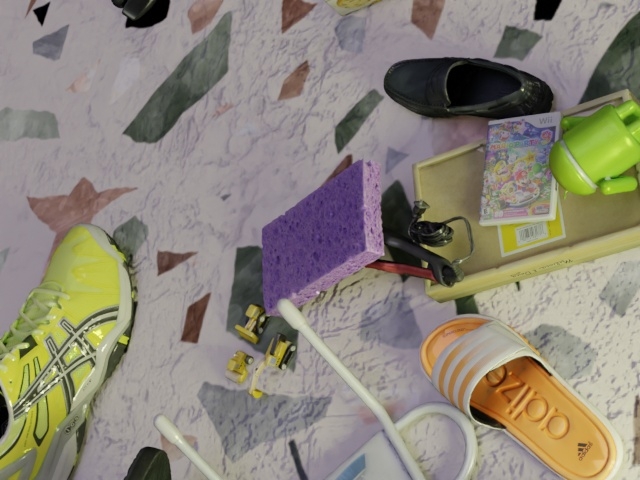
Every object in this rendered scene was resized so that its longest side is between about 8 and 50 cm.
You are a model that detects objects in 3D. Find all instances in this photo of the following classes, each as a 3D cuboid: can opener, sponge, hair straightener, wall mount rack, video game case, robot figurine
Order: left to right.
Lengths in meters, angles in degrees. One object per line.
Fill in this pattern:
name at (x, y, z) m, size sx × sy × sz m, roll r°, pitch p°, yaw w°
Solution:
can opener at (-0.243, -0.414, 1.879) m, size 0.186 × 0.073 × 0.059 m, roll -53°, pitch 11°, yaw 2°
wall mount rack at (-0.018, 0.253, 1.372) m, size 0.350 × 0.130 × 0.304 m, roll -43°, pitch 52°, yaw 13°
sponge at (0.000, 0.000, 1.485) m, size 0.210 × 0.031 × 0.117 m, roll -33°, pitch 51°, yaw 46°
hair straightener at (0.098, -0.003, 1.393) m, size 0.230 × 0.047 × 0.089 m, roll 14°, pitch 95°, yaw 64°
video game case at (0.216, -0.077, 1.370) m, size 0.087 × 0.011 × 0.122 m, roll -5°, pitch 68°, yaw 35°
robot figurine at (0.282, -0.092, 1.291) m, size 0.115 × 0.067 × 0.101 m, roll -37°, pitch 58°, yaw 18°

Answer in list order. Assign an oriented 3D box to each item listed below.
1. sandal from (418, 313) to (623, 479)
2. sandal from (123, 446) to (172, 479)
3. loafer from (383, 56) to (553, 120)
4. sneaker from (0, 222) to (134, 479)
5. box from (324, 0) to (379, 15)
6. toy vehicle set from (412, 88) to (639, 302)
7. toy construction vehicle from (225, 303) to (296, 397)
sandal at (0.194, 0.150, 1.295) m, size 0.265 × 0.076 × 0.102 m, roll 36°, pitch 93°, yaw 40°
sandal at (-0.191, 0.458, 1.420) m, size 0.107 × 0.167 × 0.446 m, roll 5°, pitch 81°, yaw 11°
loafer at (0.160, -0.180, 1.459) m, size 0.223 × 0.078 × 0.076 m, roll 15°, pitch 80°, yaw 39°
sneaker at (-0.360, 0.153, 1.654) m, size 0.145 × 0.147 × 0.384 m, roll 2°, pitch 71°, yaw 39°
box at (0.141, -0.365, 1.561) m, size 0.324 × 0.067 × 0.063 m, roll -15°, pitch 63°, yaw 30°
toy vehicle set at (0.228, -0.045, 1.380) m, size 0.267 × 0.035 × 0.166 m, roll -18°, pitch 61°, yaw 29°
toy construction vehicle at (-0.079, 0.131, 1.530) m, size 0.086 × 0.035 × 0.098 m, roll 27°, pitch 88°, yaw 40°
